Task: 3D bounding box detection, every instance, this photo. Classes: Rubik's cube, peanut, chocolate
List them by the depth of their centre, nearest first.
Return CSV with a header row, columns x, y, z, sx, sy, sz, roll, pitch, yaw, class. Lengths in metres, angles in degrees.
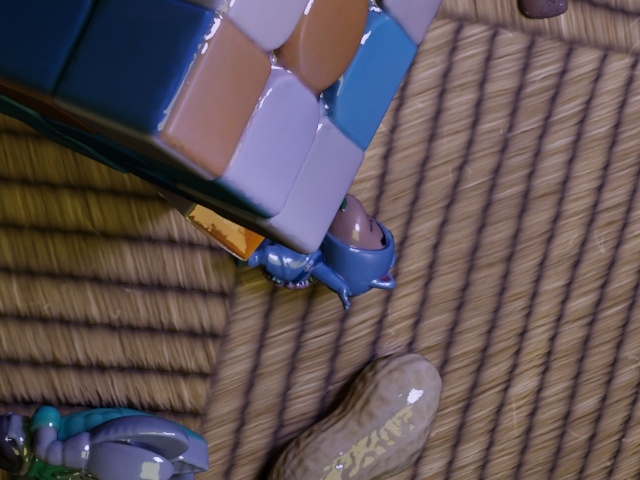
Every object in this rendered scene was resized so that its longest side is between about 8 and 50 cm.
x,y,z,sx,sy,sz,roll,pitch,yaw,class
-0.127,-0.236,1.592,0.347,0.346,0.344,-64,152,-7,Rubik's cube
0.260,-0.299,2.029,0.064,0.031,0.101,-10,111,-27,chocolate
0.037,0.245,2.086,0.274,0.111,0.125,-42,136,-2,peanut

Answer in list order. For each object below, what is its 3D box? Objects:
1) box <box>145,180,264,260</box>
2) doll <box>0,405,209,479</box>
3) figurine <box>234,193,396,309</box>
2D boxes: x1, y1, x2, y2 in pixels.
x,y,z,sx,sy,sz,roll,pitch,yaw,class
-0.058,-0.132,1.830,0.091,0.221,0.274,39,87,-27,box
-0.251,0.259,1.935,0.258,0.153,0.195,-7,143,2,doll
-0.001,-0.005,1.976,0.178,0.114,0.145,-4,109,-15,figurine
